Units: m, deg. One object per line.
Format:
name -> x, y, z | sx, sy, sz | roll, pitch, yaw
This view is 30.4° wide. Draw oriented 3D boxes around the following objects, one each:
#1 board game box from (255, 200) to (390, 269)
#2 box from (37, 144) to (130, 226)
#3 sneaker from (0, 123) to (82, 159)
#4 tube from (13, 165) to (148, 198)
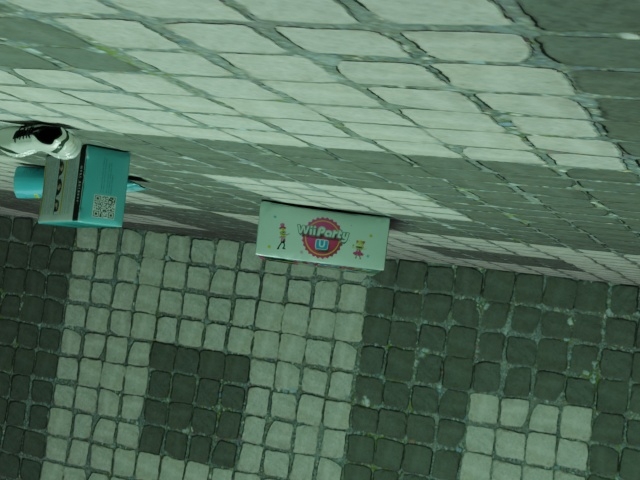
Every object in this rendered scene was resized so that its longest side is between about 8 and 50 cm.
board game box -> 0.000, 0.000, 2.111 | 0.224, 0.098, 0.303 | 7, 176, 0
box -> -0.327, -0.070, 1.612 | 0.060, 0.101, 0.244 | 8, 177, -25
sneaker -> -0.330, -0.120, 1.357 | 0.109, 0.040, 0.044 | 3, 159, 17
tube -> -0.386, -0.091, 1.897 | 0.207, 0.052, 0.080 | 2, -177, 3
